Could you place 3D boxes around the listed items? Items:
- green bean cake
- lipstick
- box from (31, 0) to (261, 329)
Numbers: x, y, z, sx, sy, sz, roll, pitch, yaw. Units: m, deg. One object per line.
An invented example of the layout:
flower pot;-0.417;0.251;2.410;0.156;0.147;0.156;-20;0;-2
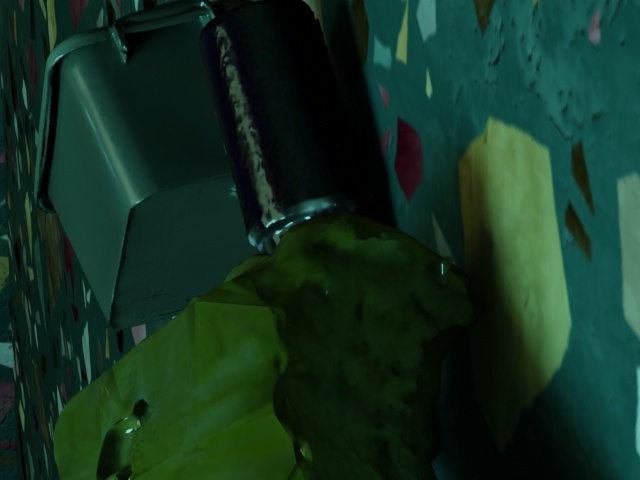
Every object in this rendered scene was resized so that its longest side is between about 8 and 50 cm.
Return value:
green bean cake;-0.008;0.127;0.889;0.124;0.233;0.236;35;-154;-45
lipstick;0.000;0.000;1.083;0.081;0.081;0.300;120;135;-66
box;-0.107;-0.046;1.330;0.243;0.163;0.135;112;139;-58
